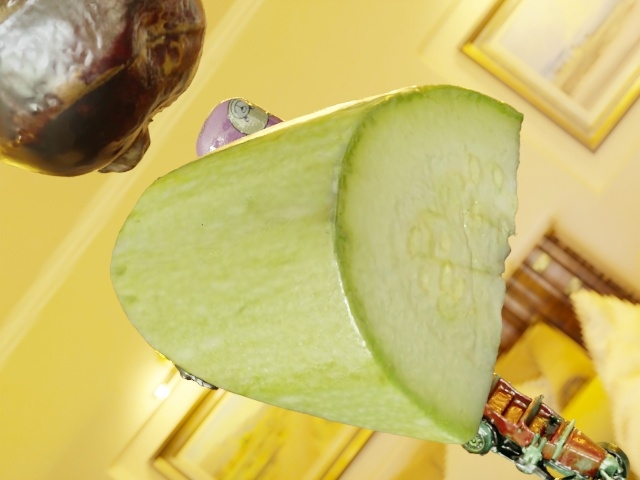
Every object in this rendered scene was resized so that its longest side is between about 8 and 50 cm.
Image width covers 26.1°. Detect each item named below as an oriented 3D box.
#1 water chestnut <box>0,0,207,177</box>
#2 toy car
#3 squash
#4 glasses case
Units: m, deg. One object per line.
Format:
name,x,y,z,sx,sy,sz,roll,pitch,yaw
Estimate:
water chestnut,-0.211,-0.173,1.117,0.223,0.238,0.223,-45,0,0
toy car,0.185,0.167,1.139,0.073,0.143,0.054,-41,-25,-51
squash,0.000,0.000,0.873,0.155,0.204,0.237,-22,49,45
glasses case,-0.040,-0.099,2.065,0.123,0.316,0.076,-64,22,-10
